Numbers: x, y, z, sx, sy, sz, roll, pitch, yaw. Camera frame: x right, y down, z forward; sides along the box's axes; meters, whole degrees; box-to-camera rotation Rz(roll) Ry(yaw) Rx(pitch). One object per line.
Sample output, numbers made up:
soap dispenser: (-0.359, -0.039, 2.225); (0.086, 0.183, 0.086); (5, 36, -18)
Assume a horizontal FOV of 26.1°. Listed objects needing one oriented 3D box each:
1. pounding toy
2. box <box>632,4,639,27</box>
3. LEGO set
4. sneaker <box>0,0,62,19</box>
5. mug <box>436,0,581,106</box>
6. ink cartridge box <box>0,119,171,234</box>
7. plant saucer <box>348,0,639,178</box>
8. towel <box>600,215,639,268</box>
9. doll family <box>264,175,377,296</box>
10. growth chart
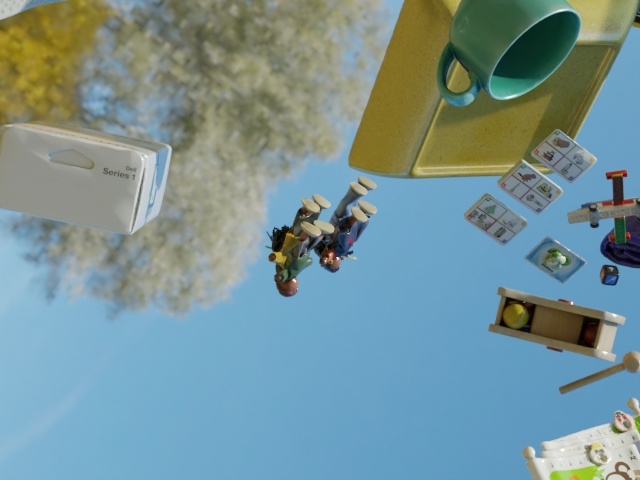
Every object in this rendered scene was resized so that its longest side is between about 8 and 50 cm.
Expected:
pounding toy: (0.407, 0.179, 2.280); (0.154, 0.269, 0.155); (36, 68, -85)
box: (0.522, -0.444, 1.919); (0.079, 0.257, 0.322); (-49, 153, -54)
LEGO set: (0.340, -0.038, 1.860); (0.182, 0.244, 0.060); (-46, -156, 28)
sneaker: (-0.454, -0.381, 1.858); (0.366, 0.150, 0.135); (-18, 129, -60)
mug: (0.196, -0.230, 1.518); (0.097, 0.157, 0.129); (51, -34, 26)
ink cartridge box: (-0.261, -0.074, 1.528); (0.219, 0.160, 0.092); (-80, -178, -83)
plant saucer: (0.236, -0.193, 1.795); (0.333, 0.332, 0.081); (110, -33, -43)
towel: (0.584, -0.046, 2.020); (0.227, 0.076, 0.308); (25, -128, 37)
doll family: (0.000, 0.000, 1.507); (0.076, 0.193, 0.111); (43, -54, 25)
growth chart: (0.366, 0.301, 1.749); (0.172, 0.237, 0.021); (57, -39, 25)
